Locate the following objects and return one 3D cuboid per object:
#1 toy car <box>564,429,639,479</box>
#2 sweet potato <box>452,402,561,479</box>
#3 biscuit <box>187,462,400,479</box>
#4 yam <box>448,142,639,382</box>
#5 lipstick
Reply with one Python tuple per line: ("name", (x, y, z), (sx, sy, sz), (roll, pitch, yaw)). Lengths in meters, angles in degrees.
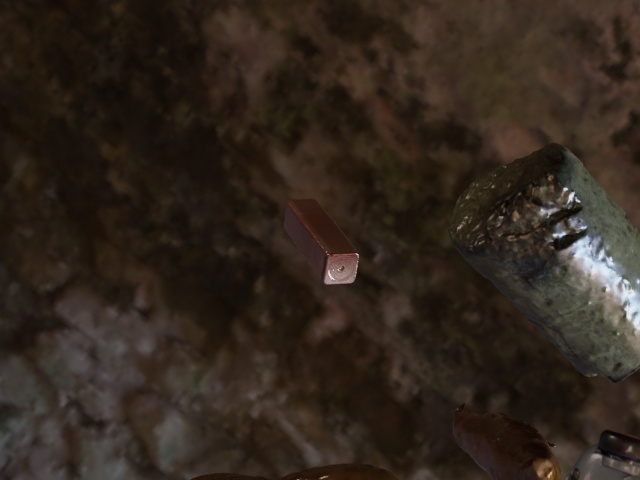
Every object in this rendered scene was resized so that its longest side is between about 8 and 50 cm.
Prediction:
("toy car", (0.396, 0.321, 1.455), (0.271, 0.180, 0.212), (15, -3, 35))
("sweet potato", (0.191, 0.209, 1.372), (0.314, 0.072, 0.066), (-140, -142, -80))
("biscuit", (-0.013, 0.203, 0.620), (0.041, 0.290, 0.208), (-16, 85, -65))
("yam", (0.312, 0.021, 1.721), (0.300, 0.195, 0.195), (44, 3, -26))
("lipstick", (0.000, 0.000, 1.653), (0.045, 0.045, 0.145), (-4, 29, -21))
